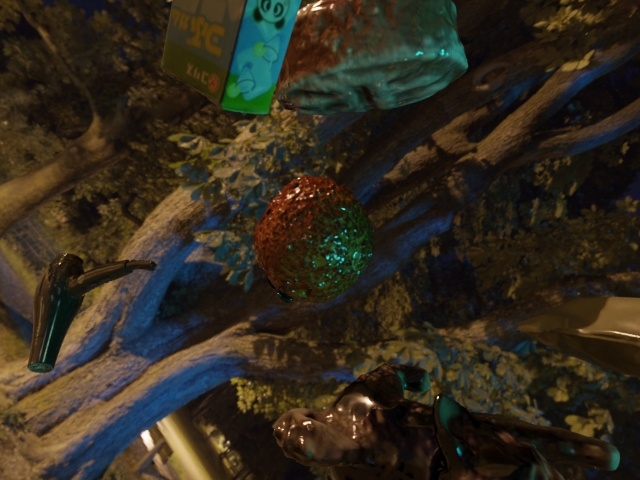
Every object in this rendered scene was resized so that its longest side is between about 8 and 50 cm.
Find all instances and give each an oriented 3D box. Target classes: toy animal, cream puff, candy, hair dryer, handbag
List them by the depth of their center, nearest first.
[{"bbox_3d":[-0.065,-0.214,0.353,0.097,0.062,0.194,36,-62,29],"label":"candy"},{"bbox_3d":[0.436,0.118,0.496,0.253,0.316,0.109,-172,-90,-67],"label":"handbag"},{"bbox_3d":[0.134,0.270,0.519,0.302,0.194,0.344,18,-11,-40],"label":"toy animal"},{"bbox_3d":[0.067,-0.280,0.661,0.289,0.214,0.157,-5,-85,16],"label":"candy"},{"bbox_3d":[-0.346,0.081,0.669,0.075,0.219,0.195,53,20,-50],"label":"hair dryer"},{"bbox_3d":[-0.002,-0.004,1.121,0.350,0.350,0.228,58,-25,-12],"label":"cream puff"}]
